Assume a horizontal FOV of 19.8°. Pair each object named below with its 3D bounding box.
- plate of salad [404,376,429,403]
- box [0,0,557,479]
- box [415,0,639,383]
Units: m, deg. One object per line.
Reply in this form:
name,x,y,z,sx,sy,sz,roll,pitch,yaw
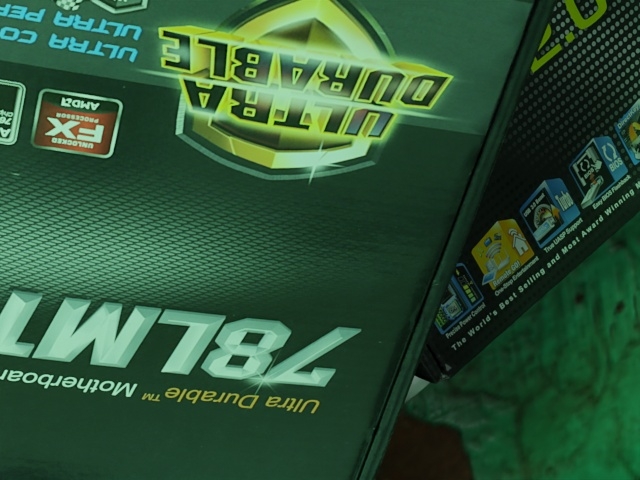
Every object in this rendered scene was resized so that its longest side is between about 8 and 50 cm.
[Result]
plate of salad,0.000,0.000,0.780,0.200,0.048,0.200,-9,112,-23
box,-0.102,-0.012,0.621,0.295,0.073,0.293,9,125,-13
box,0.080,-0.108,0.745,0.270,0.060,0.216,-39,115,-18
